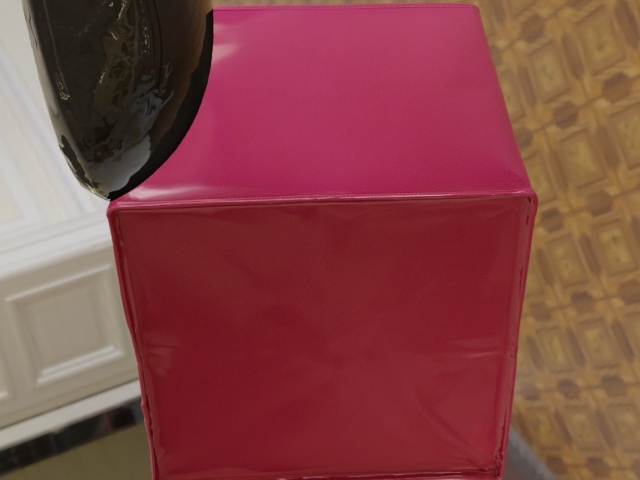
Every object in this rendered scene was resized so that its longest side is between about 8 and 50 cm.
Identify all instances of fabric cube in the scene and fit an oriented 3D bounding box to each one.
[{"bbox_3d":[0.000,0.000,0.797,0.258,0.254,0.259,-95,4,-53],"label":"fabric cube"}]

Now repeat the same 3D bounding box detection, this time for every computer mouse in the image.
[{"bbox_3d":[-0.090,-0.145,0.454,0.188,0.072,0.272,-100,1,-62],"label":"computer mouse"}]
